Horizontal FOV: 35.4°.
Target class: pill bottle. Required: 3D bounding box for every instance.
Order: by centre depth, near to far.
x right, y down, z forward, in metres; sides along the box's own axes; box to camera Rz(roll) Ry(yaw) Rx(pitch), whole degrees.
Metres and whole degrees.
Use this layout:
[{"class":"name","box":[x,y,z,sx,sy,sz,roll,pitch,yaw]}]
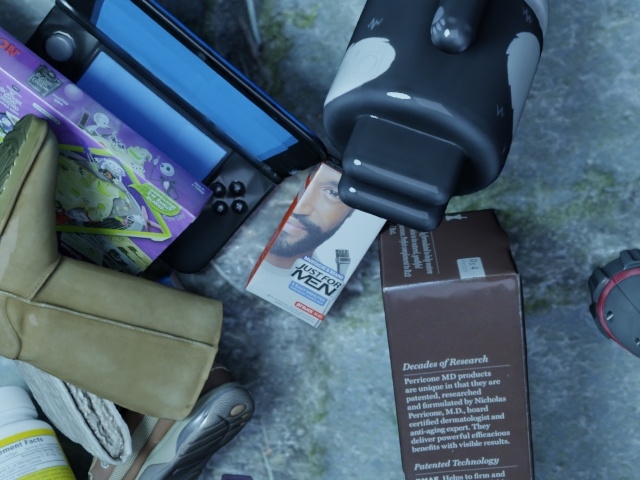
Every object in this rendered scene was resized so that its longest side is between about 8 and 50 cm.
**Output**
[{"class":"pill bottle","box":[-0.335,0.276,1.118,0.119,0.119,0.209,-38,67,15]}]

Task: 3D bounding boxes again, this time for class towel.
[{"class":"towel","box":[-0.304,0.104,1.075,0.049,0.187,0.282,-34,111,-25]}]

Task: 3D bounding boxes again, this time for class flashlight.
[{"class":"flashlight","box":[0.337,0.106,0.970,0.103,0.304,0.103,-2,109,4]}]

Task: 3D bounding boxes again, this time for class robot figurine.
[{"class":"robot figurine","box":[0.108,-0.150,0.912,0.173,0.278,0.209,36,154,-31]}]

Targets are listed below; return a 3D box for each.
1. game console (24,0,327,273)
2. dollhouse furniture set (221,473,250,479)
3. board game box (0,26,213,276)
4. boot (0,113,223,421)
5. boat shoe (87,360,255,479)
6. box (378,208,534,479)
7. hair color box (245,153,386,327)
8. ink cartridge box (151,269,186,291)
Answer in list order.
[{"class":"game console","box":[-0.175,-0.109,0.982,0.293,0.173,0.250,39,107,-11]},{"class":"dollhouse furniture set","box":[-0.068,0.346,1.205,0.114,0.091,0.081,4,126,-2]},{"class":"board game box","box":[-0.298,-0.094,1.010,0.346,0.056,0.208,39,142,-12]},{"class":"boot","box":[-0.212,0.033,0.970,0.269,0.089,0.236,23,93,-32]},{"class":"boat shoe","box":[-0.201,0.238,1.157,0.324,0.123,0.116,-47,69,26]},{"class":"box","box":[0.147,0.179,1.067,0.143,0.191,0.382,-5,110,4]},{"class":"hair color box","box":[0.000,0.000,1.079,0.093,0.053,0.167,29,108,-7]},{"class":"ink cartridge box","box":[-0.192,0.074,1.128,0.083,0.028,0.048,-26,107,11]}]
